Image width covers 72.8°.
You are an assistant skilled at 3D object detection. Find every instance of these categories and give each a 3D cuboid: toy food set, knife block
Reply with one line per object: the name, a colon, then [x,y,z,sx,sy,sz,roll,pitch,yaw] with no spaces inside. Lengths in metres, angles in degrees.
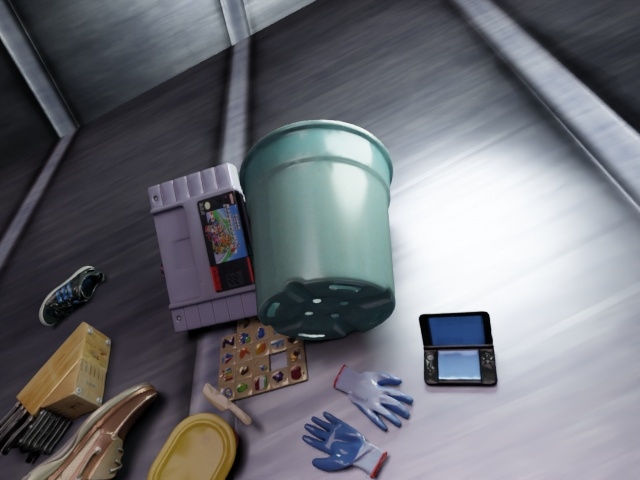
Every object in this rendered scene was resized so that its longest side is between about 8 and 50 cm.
toy food set: [-0.217,0.395,0.800,0.128,0.071,0.217,25,65,13]
knife block: [-0.635,0.357,1.017,0.242,0.088,0.275,-23,45,5]

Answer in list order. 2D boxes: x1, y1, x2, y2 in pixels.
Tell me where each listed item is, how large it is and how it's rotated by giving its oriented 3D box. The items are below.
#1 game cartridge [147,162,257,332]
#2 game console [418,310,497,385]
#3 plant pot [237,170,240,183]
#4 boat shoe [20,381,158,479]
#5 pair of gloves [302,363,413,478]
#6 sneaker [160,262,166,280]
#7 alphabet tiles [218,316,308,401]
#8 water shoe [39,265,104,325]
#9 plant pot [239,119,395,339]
game cartridge: [-0.264,0.018,1.007,0.230,0.068,0.354,-15,84,19]
game console: [0.235,0.188,0.753,0.122,0.071,0.107,-7,48,22]
plant pot: [-0.104,-0.177,1.193,0.235,0.165,0.165,-6,48,31]
boat shoe: [-0.446,0.429,0.858,0.116,0.123,0.324,40,61,9]
pair of gloves: [0.062,0.314,0.760,0.159,0.023,0.198,14,57,37]
sneaker: [-0.256,0.029,1.113,0.300,0.120,0.112,-11,18,8]
alphabet tiles: [-0.130,0.220,0.949,0.199,0.009,0.237,-19,45,10]
water shoe: [-0.714,0.158,1.247,0.080,0.072,0.203,12,58,31]
plant pot: [0.000,0.000,0.879,0.342,0.341,0.333,-14,54,15]
